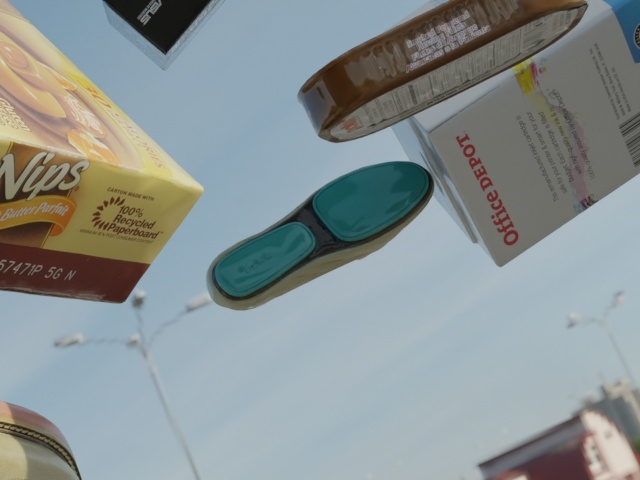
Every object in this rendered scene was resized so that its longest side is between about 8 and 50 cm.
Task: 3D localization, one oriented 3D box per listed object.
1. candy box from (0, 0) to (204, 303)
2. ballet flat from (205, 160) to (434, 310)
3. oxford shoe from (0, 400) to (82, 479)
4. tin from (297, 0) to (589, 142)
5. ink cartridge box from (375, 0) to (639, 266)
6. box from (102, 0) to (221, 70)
[{"bbox_3d":[-0.227,-0.101,0.705,0.088,0.316,0.183,-53,-26,11],"label":"candy box"},{"bbox_3d":[0.000,0.000,1.337,0.248,0.086,0.086,-26,-14,-10],"label":"ballet flat"},{"bbox_3d":[-0.180,0.216,0.819,0.140,0.146,0.397,-31,-32,-2],"label":"oxford shoe"},{"bbox_3d":[0.077,-0.115,0.837,0.189,0.040,0.106,-26,-13,4],"label":"tin"},{"bbox_3d":[0.213,-0.154,1.367,0.270,0.197,0.198,-34,-52,-1],"label":"ink cartridge box"},{"bbox_3d":[-0.127,-0.245,1.266,0.147,0.077,0.180,-50,7,-3],"label":"box"}]
